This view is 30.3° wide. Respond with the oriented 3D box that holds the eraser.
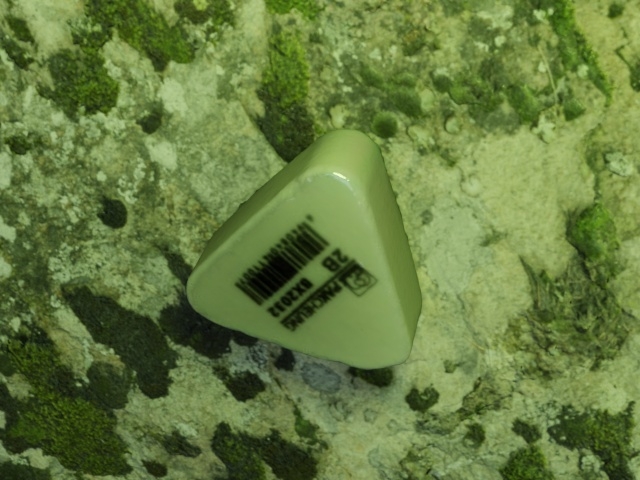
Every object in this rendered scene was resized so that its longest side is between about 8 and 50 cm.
[{"bbox_3d":[0.000,0.000,1.643,0.331,0.150,0.331,5,118,10],"label":"eraser"}]
